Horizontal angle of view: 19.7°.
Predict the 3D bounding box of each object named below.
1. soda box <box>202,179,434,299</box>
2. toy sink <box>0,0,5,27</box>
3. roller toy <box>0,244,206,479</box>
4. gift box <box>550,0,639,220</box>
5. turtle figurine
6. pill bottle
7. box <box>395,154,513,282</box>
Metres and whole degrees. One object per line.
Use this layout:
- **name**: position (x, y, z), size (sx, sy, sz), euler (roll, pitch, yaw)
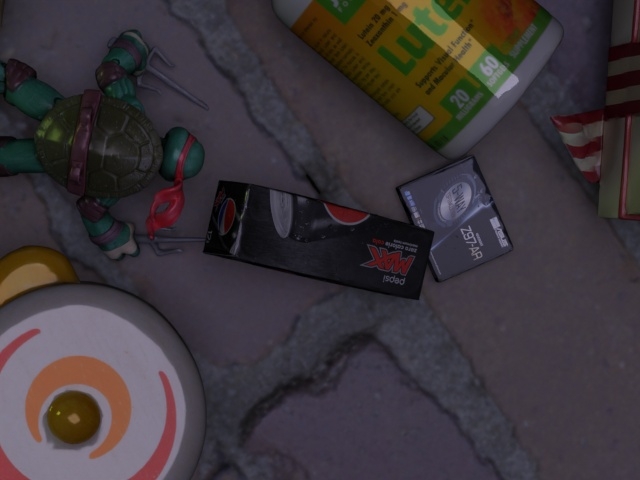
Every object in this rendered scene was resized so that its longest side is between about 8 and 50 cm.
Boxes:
- **soda box**: position (0.000, 0.000, 1.396), size (0.169, 0.053, 0.060), euler (13, 89, -30)
- **toy sink**: position (-0.340, -0.249, 1.322), size (0.234, 0.153, 0.131), euler (7, 61, -7)
- **roller toy**: position (-0.179, 0.123, 1.360), size (0.191, 0.146, 0.209), euler (20, 87, -6)
- **gift box**: position (0.332, -0.129, 1.357), size (0.276, 0.258, 0.255), euler (9, 89, -14)
- **turtle figurine**: position (-0.170, -0.079, 1.384), size (0.234, 0.118, 0.175), euler (13, 88, 0)
- **pill bottle**: position (0.050, -0.186, 1.391), size (0.246, 0.136, 0.136), euler (39, 86, -4)
- **box**: position (0.106, -0.017, 1.455), size (0.067, 0.018, 0.083), euler (-23, 92, -5)
